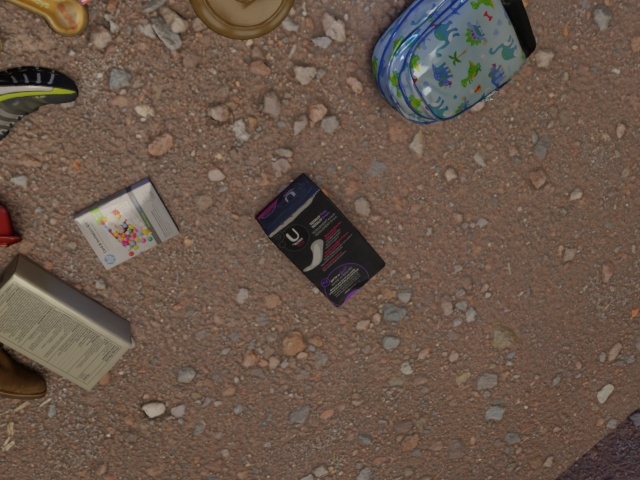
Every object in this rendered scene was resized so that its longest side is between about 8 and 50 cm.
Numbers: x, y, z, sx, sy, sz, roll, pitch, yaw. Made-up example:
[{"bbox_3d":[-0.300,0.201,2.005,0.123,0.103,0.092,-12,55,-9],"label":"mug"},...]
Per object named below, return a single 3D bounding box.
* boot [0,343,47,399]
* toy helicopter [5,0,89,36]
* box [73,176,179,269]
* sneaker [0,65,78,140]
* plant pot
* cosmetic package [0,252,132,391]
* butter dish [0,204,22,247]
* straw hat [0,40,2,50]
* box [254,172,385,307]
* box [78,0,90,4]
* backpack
[{"bbox_3d":[-0.747,0.264,1.594,0.305,0.112,0.115,32,90,-25],"label":"boot"},{"bbox_3d":[-0.594,-0.497,1.302,0.355,0.140,0.235,21,97,-36],"label":"toy helicopter"},{"bbox_3d":[-0.434,-0.038,1.590,0.186,0.038,0.145,-26,118,-4],"label":"box"},{"bbox_3d":[-0.629,-0.263,1.399,0.299,0.111,0.121,-11,127,-7],"label":"sneaker"},{"bbox_3d":[-0.158,-0.533,1.457,0.236,0.032,0.236,-6,115,-14],"label":"plant pot"},{"bbox_3d":[-0.600,0.188,1.597,0.160,0.113,0.309,-46,119,6],"label":"cosmetic package"},{"bbox_3d":[-0.702,-0.044,1.457,0.160,0.160,0.118,0,88,-21],"label":"butter dish"},{"bbox_3d":[-0.664,-0.334,1.324,0.144,0.144,0.061,-25,76,-6],"label":"straw hat"},{"bbox_3d":[0.000,0.000,1.686,0.165,0.143,0.270,-42,118,1],"label":"box"},{"bbox_3d":[-0.356,-0.581,1.308,0.299,0.142,0.154,-31,119,-3],"label":"box"},{"bbox_3d":[0.283,-0.417,1.550,0.355,0.273,0.290,-28,126,10],"label":"backpack"}]
